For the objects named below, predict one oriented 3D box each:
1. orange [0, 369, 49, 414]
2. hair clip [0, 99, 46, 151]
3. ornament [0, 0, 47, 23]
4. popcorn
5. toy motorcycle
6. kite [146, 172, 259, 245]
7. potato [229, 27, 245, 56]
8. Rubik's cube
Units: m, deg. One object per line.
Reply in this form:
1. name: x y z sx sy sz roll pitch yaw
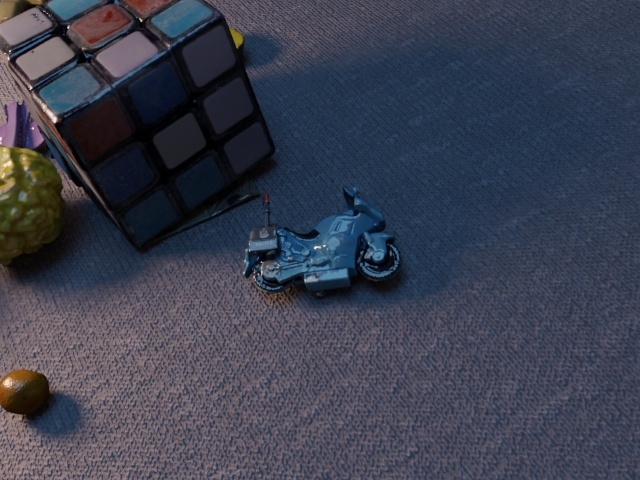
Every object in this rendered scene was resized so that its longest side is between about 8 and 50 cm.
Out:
1. orange: -0.487 0.248 1.369 0.085 0.085 0.085 -6 51 7
2. hair clip: -0.653 -0.191 1.765 0.137 0.090 0.278 -19 41 13
3. ornament: -0.809 -0.563 2.107 0.230 0.061 0.245 -6 54 6
4. popcorn: -0.597 -0.065 1.563 0.259 0.212 0.259 -12 42 11
5. toy motorcycle: 0.000 0.000 1.442 0.272 0.124 0.182 -7 61 6
6. kite: -0.261 -0.115 1.660 0.314 0.011 0.335 8 53 20
7. potato: -0.255 -0.430 1.887 0.197 0.054 0.119 2 52 19
8. Rubik's cube: -0.342 -0.263 1.565 0.363 0.362 0.359 -33 48 -15
